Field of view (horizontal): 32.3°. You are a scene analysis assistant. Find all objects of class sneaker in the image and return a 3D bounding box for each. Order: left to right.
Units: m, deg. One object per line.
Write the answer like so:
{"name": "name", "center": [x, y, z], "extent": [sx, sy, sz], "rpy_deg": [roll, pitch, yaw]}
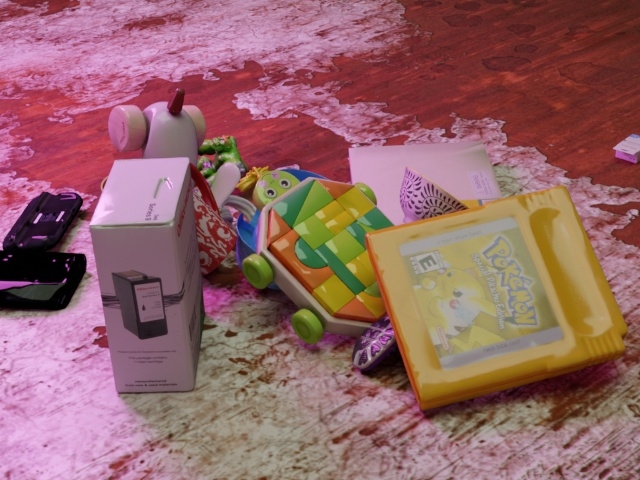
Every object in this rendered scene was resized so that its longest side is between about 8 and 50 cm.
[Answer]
{"name": "sneaker", "center": [0.123, 0.147, 1.667], "extent": [0.170, 0.071, 0.068], "rpy_deg": [-36, 24, -21]}

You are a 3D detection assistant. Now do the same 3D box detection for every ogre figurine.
{"name": "ogre figurine", "center": [-0.211, -0.150, 2.170], "extent": [0.118, 0.097, 0.197], "rpy_deg": [-22, 16, 1]}

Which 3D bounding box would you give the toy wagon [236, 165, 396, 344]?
{"name": "toy wagon", "center": [0.000, 0.000, 1.767], "extent": [0.267, 0.068, 0.344], "rpy_deg": [-35, 75, -33]}

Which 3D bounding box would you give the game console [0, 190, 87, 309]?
{"name": "game console", "center": [-0.504, 0.008, 1.967], "extent": [0.213, 0.044, 0.361], "rpy_deg": [3, 31, 6]}

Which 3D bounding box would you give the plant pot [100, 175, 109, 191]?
{"name": "plant pot", "center": [-0.328, -0.065, 2.023], "extent": [0.134, 0.095, 0.134], "rpy_deg": [-2, 31, 1]}

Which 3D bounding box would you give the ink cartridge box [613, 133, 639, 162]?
{"name": "ink cartridge box", "center": [0.624, -0.181, 2.213], "extent": [0.048, 0.028, 0.083], "rpy_deg": [23, 39, 36]}

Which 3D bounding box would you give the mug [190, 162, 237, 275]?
{"name": "mug", "center": [-0.212, -0.045, 1.776], "extent": [0.150, 0.169, 0.113], "rpy_deg": [-52, 18, -16]}

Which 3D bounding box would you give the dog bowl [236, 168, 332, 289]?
{"name": "dog bowl", "center": [-0.051, -0.018, 1.909], "extent": [0.166, 0.074, 0.297], "rpy_deg": [21, 33, 4]}

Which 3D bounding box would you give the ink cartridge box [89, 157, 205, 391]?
{"name": "ink cartridge box", "center": [-0.248, 0.047, 1.637], "extent": [0.121, 0.289, 0.211], "rpy_deg": [-1, 30, 1]}

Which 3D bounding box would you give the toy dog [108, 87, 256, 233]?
{"name": "toy dog", "center": [-0.230, -0.127, 1.907], "extent": [0.220, 0.161, 0.334], "rpy_deg": [-34, 82, -38]}

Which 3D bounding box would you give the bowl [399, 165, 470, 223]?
{"name": "bowl", "center": [0.189, -0.043, 1.835], "extent": [0.170, 0.080, 0.170], "rpy_deg": [35, 3, -2]}

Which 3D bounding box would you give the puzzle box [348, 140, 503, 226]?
{"name": "puzzle box", "center": [0.194, -0.067, 2.031], "extent": [0.272, 0.052, 0.409], "rpy_deg": [-2, 31, 0]}

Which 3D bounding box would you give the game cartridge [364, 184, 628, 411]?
{"name": "game cartridge", "center": [0.257, 0.076, 1.623], "extent": [0.323, 0.053, 0.285], "rpy_deg": [-15, 63, -6]}
